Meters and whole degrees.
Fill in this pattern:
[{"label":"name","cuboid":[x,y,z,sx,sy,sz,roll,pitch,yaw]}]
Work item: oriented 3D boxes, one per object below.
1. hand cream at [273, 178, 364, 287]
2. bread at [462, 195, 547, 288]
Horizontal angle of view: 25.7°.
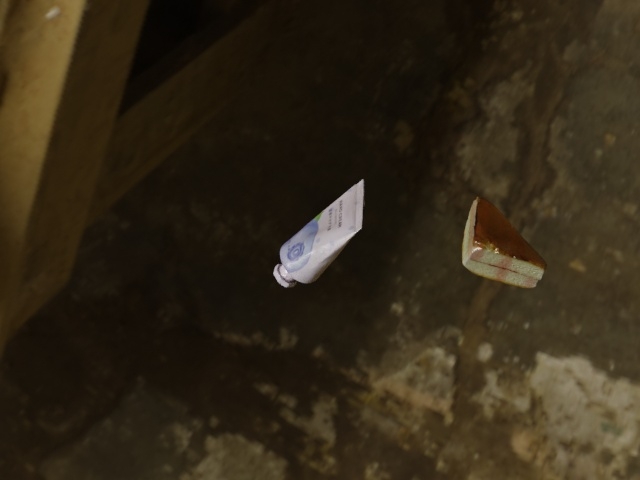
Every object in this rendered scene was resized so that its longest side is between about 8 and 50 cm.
[{"label":"hand cream","cuboid":[0.000,0.000,1.530,0.053,0.084,0.142,30,126,-21]},{"label":"bread","cuboid":[0.165,0.007,1.364,0.109,0.062,0.043,51,142,26]}]
